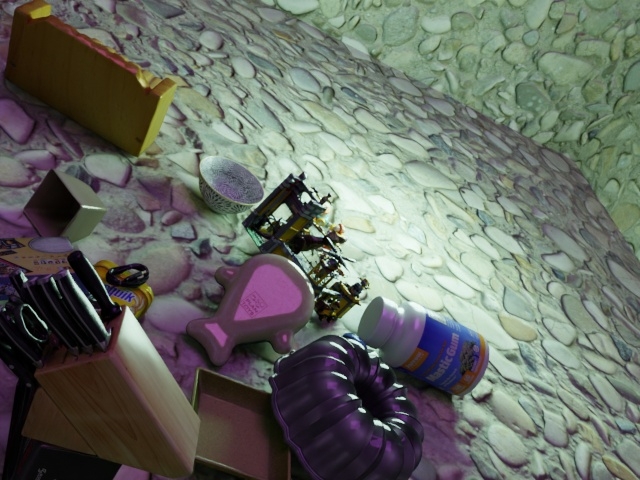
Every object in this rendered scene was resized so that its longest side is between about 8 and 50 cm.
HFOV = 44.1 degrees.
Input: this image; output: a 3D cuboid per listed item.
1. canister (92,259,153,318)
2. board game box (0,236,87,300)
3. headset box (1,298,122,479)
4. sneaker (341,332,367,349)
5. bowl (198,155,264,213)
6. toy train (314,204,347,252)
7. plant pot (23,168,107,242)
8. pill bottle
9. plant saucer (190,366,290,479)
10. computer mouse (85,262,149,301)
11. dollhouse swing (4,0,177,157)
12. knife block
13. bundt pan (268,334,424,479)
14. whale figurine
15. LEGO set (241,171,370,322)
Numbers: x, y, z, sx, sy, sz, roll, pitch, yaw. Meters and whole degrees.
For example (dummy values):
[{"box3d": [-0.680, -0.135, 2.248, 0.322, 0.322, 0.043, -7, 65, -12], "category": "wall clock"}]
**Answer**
[{"box3d": [-0.383, 0.121, 1.368, 0.126, 0.073, 0.170, 33, 32, -2], "category": "canister"}, {"box3d": [-0.514, 0.044, 1.263, 0.243, 0.042, 0.165, -2, 22, -28], "category": "board game box"}, {"box3d": [-0.348, 0.254, 1.071, 0.110, 0.218, 0.293, 18, 35, -25], "category": "headset box"}, {"box3d": [0.070, 0.252, 1.662, 0.059, 0.053, 0.144, 9, 39, -35], "category": "sneaker"}, {"box3d": [-0.223, -0.114, 1.851, 0.170, 0.080, 0.170, 25, 31, -17], "category": "bowl"}, {"box3d": [0.012, -0.036, 2.012, 0.125, 0.046, 0.166, -6, 50, -50], "category": "toy train"}, {"box3d": [-0.476, -0.058, 1.504, 0.109, 0.109, 0.096, 48, 19, 21], "category": "plant pot"}, {"box3d": [0.224, 0.228, 1.750, 0.272, 0.152, 0.152, 26, 32, -16], "category": "pill bottle"}, {"box3d": [-0.141, 0.322, 1.318, 0.188, 0.045, 0.188, 25, 32, -19], "category": "plant saucer"}, {"box3d": [-0.367, 0.086, 1.323, 0.071, 0.041, 0.242, 37, 33, 8], "category": "computer mouse"}, {"box3d": [-0.486, -0.423, 1.837, 0.346, 0.315, 0.305, 32, 50, -6], "category": "dollhouse swing"}, {"box3d": [-0.234, 0.136, 0.891, 0.275, 0.242, 0.088, 22, 34, -15], "category": "knife block"}, {"box3d": [0.066, 0.310, 1.433, 0.331, 0.124, 0.331, 39, 25, -23], "category": "bundt pan"}, {"box3d": [-0.140, 0.147, 1.551, 0.216, 0.141, 0.272, 48, 56, 8], "category": "whale figurine"}, {"box3d": [0.000, 0.000, 1.750, 0.255, 0.192, 0.331, 28, 23, -51], "category": "LEGO set"}]
